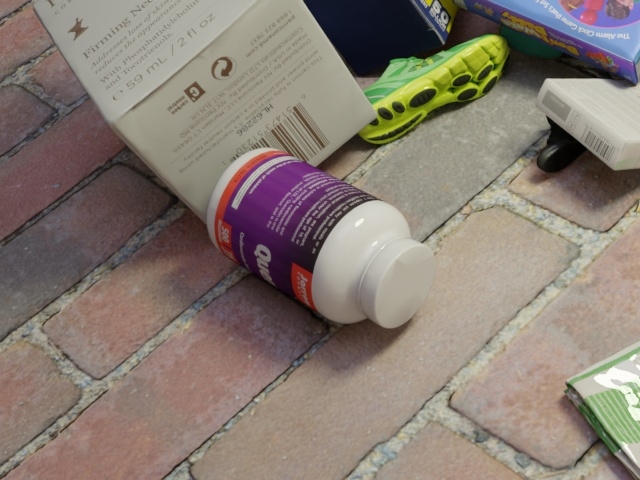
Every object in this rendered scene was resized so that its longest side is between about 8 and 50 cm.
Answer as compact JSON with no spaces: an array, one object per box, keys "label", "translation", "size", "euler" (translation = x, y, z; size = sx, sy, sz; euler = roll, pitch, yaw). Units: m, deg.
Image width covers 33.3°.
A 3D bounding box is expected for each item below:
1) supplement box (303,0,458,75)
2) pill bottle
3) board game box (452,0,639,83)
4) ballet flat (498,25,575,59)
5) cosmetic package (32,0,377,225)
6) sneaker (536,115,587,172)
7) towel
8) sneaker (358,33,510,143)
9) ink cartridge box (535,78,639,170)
[{"label":"supplement box","translation":[0.136,-0.497,1.887],"size":[0.195,0.194,0.356],"euler":[-15,41,39]},{"label":"pill bottle","translation":[0.000,0.000,1.518],"size":[0.323,0.181,0.181],"euler":[29,62,37]},{"label":"board game box","translation":[0.405,-0.427,1.707],"size":[0.347,0.078,0.233],"euler":[31,86,26]},{"label":"ballet flat","translation":[0.415,-0.340,1.779],"size":[0.232,0.080,0.073],"euler":[14,45,17]},{"label":"cosmetic package","translation":[-0.187,-0.286,1.702],"size":[0.329,0.327,0.393],"euler":[-40,47,1]},{"label":"sneaker","translation":[0.373,-0.169,1.646],"size":[0.170,0.051,0.089],"euler":[-33,49,-21]},{"label":"towel","translation":[0.472,0.228,1.252],"size":[0.248,0.038,0.325],"euler":[-27,46,-8]},{"label":"sneaker","translation":[0.174,-0.272,1.764],"size":[0.296,0.109,0.123],"euler":[-26,50,-6]},{"label":"ink cartridge box","translation":[0.459,-0.178,1.594],"size":[0.225,0.056,0.181],"euler":[-4,38,-35]}]
